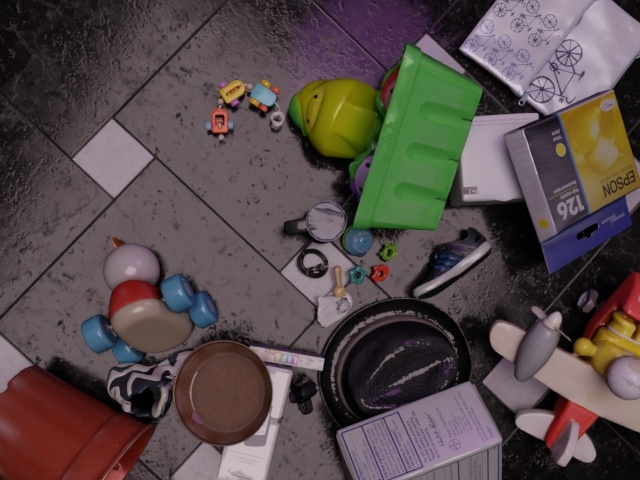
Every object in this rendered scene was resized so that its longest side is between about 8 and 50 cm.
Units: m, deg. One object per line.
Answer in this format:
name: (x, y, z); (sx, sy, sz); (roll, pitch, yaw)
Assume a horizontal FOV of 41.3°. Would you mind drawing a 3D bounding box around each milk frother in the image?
milk frother: (0.000, 0.000, 1.763); (0.129, 0.135, 0.143); (-26, 90, -4)

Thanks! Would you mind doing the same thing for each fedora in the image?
fedora: (0.165, 0.275, 1.758); (0.334, 0.152, 0.334); (0, 87, -6)

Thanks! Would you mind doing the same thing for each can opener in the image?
can opener: (-0.030, 0.310, 1.724); (0.059, 0.186, 0.073); (-29, 78, -3)

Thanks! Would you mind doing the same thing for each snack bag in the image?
snack bag: (0.529, -0.438, 1.886); (0.342, 0.037, 0.323); (39, 84, -3)

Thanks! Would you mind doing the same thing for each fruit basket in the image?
fruit basket: (0.102, -0.224, 1.703); (0.392, 0.283, 0.392); (2, 105, 6)

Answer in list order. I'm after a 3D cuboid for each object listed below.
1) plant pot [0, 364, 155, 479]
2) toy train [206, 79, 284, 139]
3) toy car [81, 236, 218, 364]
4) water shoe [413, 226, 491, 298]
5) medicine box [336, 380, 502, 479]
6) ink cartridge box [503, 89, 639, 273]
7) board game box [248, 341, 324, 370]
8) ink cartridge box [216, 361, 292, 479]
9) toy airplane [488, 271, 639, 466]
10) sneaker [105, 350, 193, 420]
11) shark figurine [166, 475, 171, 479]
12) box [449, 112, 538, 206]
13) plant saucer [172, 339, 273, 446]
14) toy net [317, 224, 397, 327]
plant pot: (-0.510, 0.395, 1.644); (0.265, 0.272, 0.272); (34, 85, 4)
toy train: (-0.162, -0.279, 1.808); (0.166, 0.046, 0.125); (-7, 89, -3)
toy car: (-0.363, 0.094, 1.725); (0.219, 0.210, 0.238); (-27, 62, 7)
water shoe: (0.270, 0.050, 1.830); (0.203, 0.073, 0.080); (-33, 71, -11)
medicine box: (0.201, 0.450, 1.686); (0.289, 0.263, 0.149); (-18, 47, -6)
ink cartridge box: (0.546, -0.127, 1.778); (0.304, 0.072, 0.307); (-25, 97, -32)
board game box: (-0.074, 0.239, 1.761); (0.154, 0.103, 0.026); (10, 86, -5)
ink cartridge box: (-0.130, 0.361, 1.714); (0.100, 0.172, 0.237); (14, 85, -2)
toy airplane: (0.572, 0.290, 1.738); (0.386, 0.272, 0.384); (-17, 90, -6)
sneaker: (-0.296, 0.296, 1.686); (0.235, 0.153, 0.094); (2, 111, -26)
shark figurine: (-0.178, 0.560, 1.756); (0.278, 0.166, 0.116); (8, 60, 12)
box: (0.370, -0.170, 1.816); (0.181, 0.119, 0.181); (-3, 88, -6)
plant saucer: (-0.182, 0.289, 1.619); (0.199, 0.036, 0.198); (-2, 83, 12)
toy net: (0.067, 0.085, 1.816); (0.122, 0.045, 0.232); (31, 87, -27)
